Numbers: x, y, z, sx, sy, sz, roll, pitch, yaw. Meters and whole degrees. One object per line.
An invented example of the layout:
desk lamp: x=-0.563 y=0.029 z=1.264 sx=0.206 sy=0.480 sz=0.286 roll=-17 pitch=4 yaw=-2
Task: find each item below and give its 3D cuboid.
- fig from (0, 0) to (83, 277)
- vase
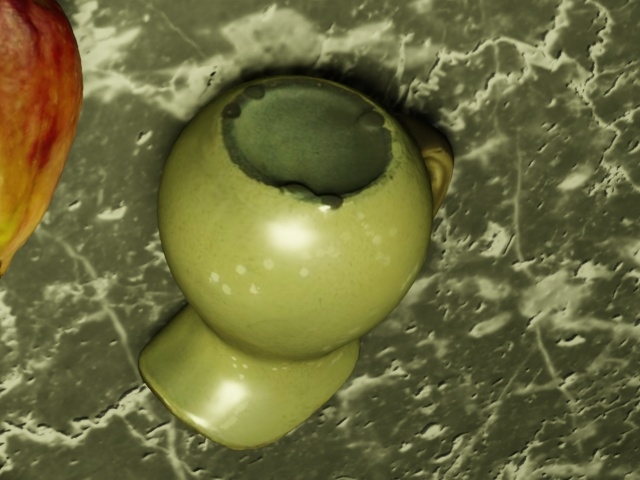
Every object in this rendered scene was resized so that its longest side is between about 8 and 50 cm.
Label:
fig: x=-0.304 y=-0.096 z=1.580 sx=0.224 sy=0.224 sz=0.263 roll=9 pitch=100 yaw=-26
vase: x=0.000 y=0.000 z=1.783 sx=0.329 sy=0.241 sz=0.302 roll=-28 pitch=147 yaw=-35
